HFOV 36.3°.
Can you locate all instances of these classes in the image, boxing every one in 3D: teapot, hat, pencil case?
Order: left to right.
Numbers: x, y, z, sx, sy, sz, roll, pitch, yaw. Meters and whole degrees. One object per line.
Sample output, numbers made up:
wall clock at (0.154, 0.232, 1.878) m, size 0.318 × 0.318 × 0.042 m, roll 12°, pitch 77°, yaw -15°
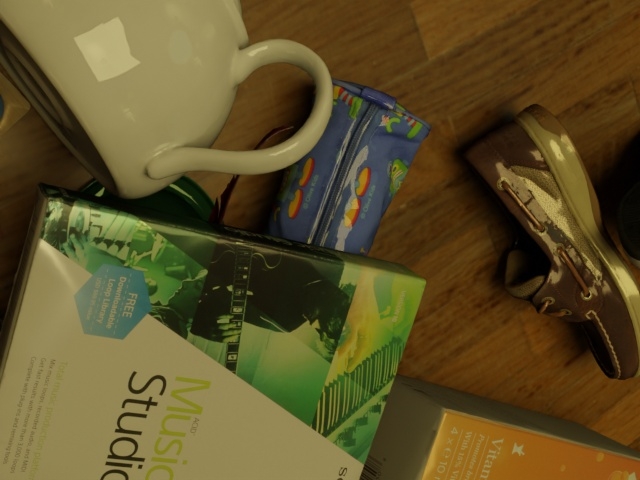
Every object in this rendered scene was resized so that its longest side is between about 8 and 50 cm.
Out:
teapot at (-0.139, -0.166, 0.736) m, size 0.187 × 0.252 × 0.256 m, roll -38°, pitch 113°, yaw -14°
hat at (-0.121, 0.021, 0.814) m, size 0.173 × 0.183 × 0.208 m, roll -18°, pitch 106°, yaw -26°
pencil case at (0.000, 0.000, 0.907) m, size 0.119 × 0.133 × 0.306 m, roll 22°, pitch 87°, yaw -7°

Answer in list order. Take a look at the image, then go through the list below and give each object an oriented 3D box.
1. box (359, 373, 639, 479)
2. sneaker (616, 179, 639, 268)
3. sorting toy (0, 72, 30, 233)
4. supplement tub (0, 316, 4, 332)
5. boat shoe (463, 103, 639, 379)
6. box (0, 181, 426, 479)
box at (0.180, 0.286, 1.028) m, size 0.345 × 0.168 × 0.215 m, roll 18°, pitch 89°, yaw -30°
sneaker at (0.404, -0.004, 1.088) m, size 0.295 × 0.124 × 0.178 m, roll -53°, pitch 129°, yaw -48°
sorting toy at (-0.324, -0.116, 0.762) m, size 0.132 × 0.046 × 0.274 m, roll -47°, pitch 116°, yaw -14°
supplement tub at (-0.225, 0.136, 0.824) m, size 0.198 × 0.106 × 0.106 m, roll 25°, pitch 86°, yaw -30°
boat shoe at (0.254, 0.025, 1.065) m, size 0.123 × 0.123 × 0.342 m, roll -29°, pitch 114°, yaw -2°
box at (-0.091, 0.102, 0.777) m, size 0.322 × 0.058 × 0.232 m, roll 12°, pitch 102°, yaw -28°
